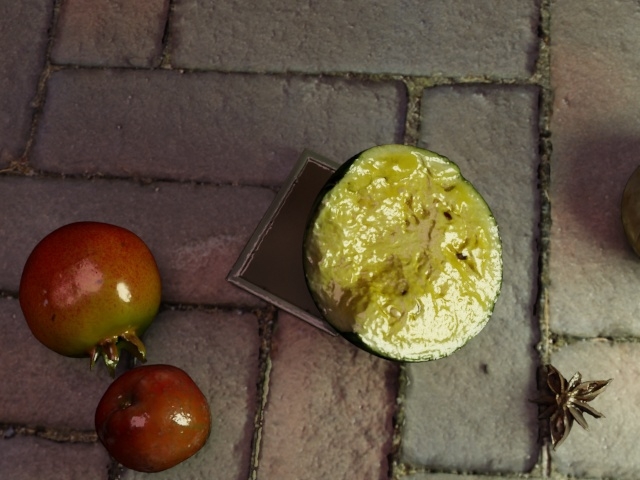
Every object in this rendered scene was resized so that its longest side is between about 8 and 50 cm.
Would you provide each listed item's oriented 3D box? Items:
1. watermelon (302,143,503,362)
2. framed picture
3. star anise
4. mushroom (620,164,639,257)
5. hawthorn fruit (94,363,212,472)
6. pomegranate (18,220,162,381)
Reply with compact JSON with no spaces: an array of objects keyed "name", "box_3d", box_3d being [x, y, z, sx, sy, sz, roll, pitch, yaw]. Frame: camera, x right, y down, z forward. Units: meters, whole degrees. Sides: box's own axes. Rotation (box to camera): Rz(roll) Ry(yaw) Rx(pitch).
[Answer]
[{"name":"watermelon","box_3d":[0.107,0.021,1.646,0.330,0.189,0.331,2,86,-33]},{"name":"framed picture","box_3d":[0.000,0.000,1.766,0.217,0.017,0.274,28,75,15]},{"name":"star anise","box_3d":[0.372,0.257,1.613,0.124,0.056,0.129,10,73,36]},{"name":"mushroom","box_3d":[0.585,-0.055,1.617,0.243,0.243,0.244,-2,69,5]},{"name":"hawthorn fruit","box_3d":[-0.256,0.269,1.607,0.172,0.173,0.173,-2,69,5]},{"name":"pomegranate","box_3d":[-0.351,0.092,1.667,0.220,0.221,0.257,-30,72,-6]}]
